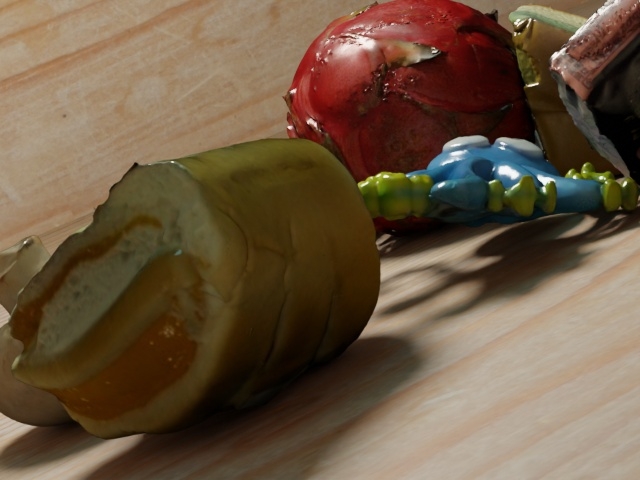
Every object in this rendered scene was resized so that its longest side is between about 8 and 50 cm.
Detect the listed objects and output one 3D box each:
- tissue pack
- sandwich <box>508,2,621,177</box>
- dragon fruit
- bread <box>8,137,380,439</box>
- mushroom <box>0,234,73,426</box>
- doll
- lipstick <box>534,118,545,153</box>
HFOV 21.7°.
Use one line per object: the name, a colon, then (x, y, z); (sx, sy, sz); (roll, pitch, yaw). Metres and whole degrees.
tissue pack: (0.399, -0.225, 1.733); (0.332, 0.123, 0.245); (-44, -31, 2)
sandwich: (0.335, -0.190, 1.934); (0.186, 0.220, 0.108); (-17, 8, 23)
dragon fruit: (0.114, -0.149, 2.023); (0.301, 0.296, 0.295); (-12, 10, 9)
bread: (-0.087, 0.051, 1.529); (0.300, 0.210, 0.341); (-37, -11, 29)
mushroom: (-0.272, 0.085, 1.714); (0.204, 0.204, 0.204); (-20, 9, 3)
doll: (0.159, -0.063, 1.740); (0.346, 0.099, 0.341); (-2, 1, 10)
lipstick: (0.319, -0.160, 2.244); (0.289, 0.076, 0.077); (-10, 12, 39)
